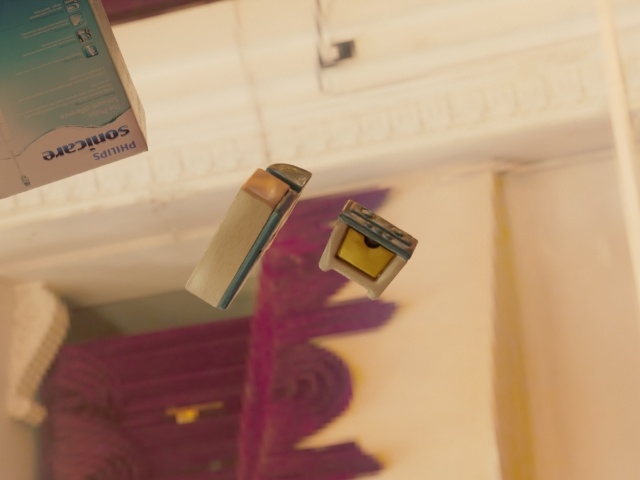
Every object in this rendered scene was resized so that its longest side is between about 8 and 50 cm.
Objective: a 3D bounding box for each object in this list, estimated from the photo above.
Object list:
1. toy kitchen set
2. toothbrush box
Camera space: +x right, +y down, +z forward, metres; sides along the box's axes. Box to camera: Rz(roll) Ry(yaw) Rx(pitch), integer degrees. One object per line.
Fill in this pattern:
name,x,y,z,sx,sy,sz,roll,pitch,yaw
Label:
toy kitchen set,0.000,0.000,1.542,0.122,0.166,0.207,-59,-1,29
toothbrush box,-0.371,-0.229,2.127,0.126,0.216,0.295,-104,-6,-60
